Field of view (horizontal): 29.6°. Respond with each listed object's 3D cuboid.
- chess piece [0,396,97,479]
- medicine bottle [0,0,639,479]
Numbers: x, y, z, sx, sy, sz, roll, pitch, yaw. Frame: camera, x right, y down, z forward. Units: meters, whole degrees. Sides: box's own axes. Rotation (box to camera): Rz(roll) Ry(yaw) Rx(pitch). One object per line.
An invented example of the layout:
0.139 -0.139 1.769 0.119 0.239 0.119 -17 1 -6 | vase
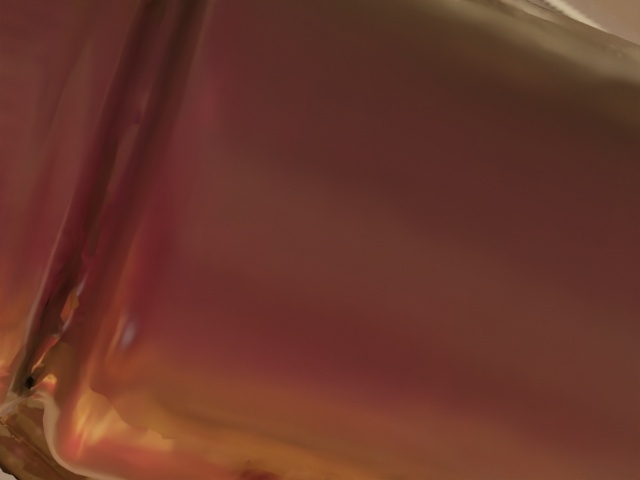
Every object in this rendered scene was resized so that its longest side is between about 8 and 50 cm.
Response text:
-0.100 0.045 0.975 0.117 0.117 0.397 39 -105 12 | chess piece
0.000 0.000 0.451 0.388 0.219 0.219 18 -94 -13 | medicine bottle
